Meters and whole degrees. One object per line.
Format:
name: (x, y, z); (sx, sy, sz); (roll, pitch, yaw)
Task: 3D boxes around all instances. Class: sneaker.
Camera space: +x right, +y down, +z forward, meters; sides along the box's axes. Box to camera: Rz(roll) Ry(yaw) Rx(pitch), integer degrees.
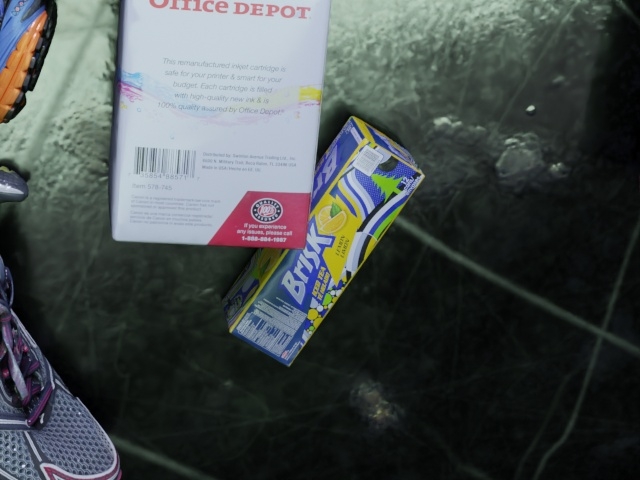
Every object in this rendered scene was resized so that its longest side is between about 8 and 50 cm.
sneaker: (-0.200, -0.186, 1.025); (0.087, 0.083, 0.221); (20, 102, -7)
sneaker: (-0.236, 0.070, 1.075); (0.112, 0.121, 0.299); (-30, 113, 24)
sneaker: (-0.242, -0.033, 1.101); (0.083, 0.031, 0.035); (9, 115, -3)

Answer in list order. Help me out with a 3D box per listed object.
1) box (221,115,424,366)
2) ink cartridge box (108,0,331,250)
box: (0.000, 0.000, 1.131); (0.054, 0.059, 0.169); (32, 102, -19)
ink cartridge box: (-0.070, -0.098, 1.048); (0.128, 0.127, 0.176); (4, 110, -9)
